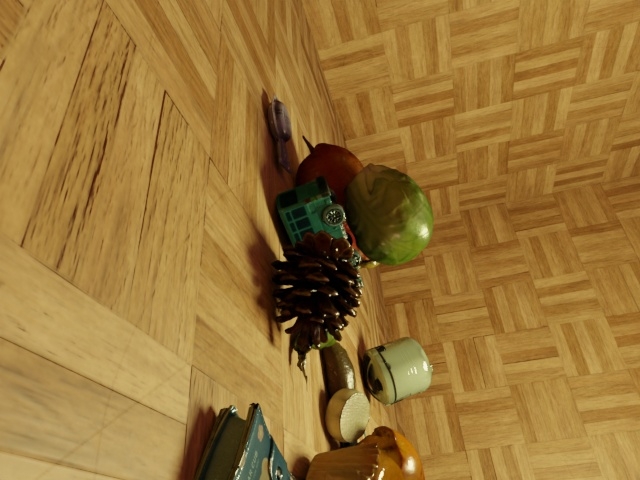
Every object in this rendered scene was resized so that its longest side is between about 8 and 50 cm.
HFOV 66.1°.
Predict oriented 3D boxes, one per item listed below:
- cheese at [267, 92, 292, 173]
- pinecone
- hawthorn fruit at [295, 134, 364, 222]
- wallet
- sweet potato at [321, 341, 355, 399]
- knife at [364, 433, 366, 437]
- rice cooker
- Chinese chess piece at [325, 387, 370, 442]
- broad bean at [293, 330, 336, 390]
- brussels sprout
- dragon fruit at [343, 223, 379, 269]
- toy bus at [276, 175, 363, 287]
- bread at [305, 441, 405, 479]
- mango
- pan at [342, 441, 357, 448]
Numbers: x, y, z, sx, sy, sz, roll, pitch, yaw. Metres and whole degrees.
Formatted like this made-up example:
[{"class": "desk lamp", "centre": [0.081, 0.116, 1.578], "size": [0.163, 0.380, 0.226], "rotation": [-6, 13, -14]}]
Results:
[{"class": "cheese", "centre": [-0.096, -0.263, 1.194], "size": [0.105, 0.042, 0.190], "rotation": [35, 45, -74]}, {"class": "pinecone", "centre": [-0.005, 0.100, 0.927], "size": [0.185, 0.169, 0.212], "rotation": [73, 9, -55]}, {"class": "hawthorn fruit", "centre": [0.024, -0.170, 1.341], "size": [0.210, 0.211, 0.262], "rotation": [10, 57, -79]}, {"class": "wallet", "centre": [-0.081, 0.311, 0.601], "size": [0.141, 0.059, 0.202], "rotation": [-73, 149, -56]}, {"class": "sweet potato", "centre": [0.057, 0.369, 1.226], "size": [0.077, 0.077, 0.243], "rotation": [21, 56, -78]}, {"class": "knife", "centre": [0.142, 0.614, 1.602], "size": [0.014, 0.005, 0.091], "rotation": [-57, 135, -77]}, {"class": "rice cooker", "centre": [0.275, 0.487, 1.835], "size": [0.226, 0.244, 0.225], "rotation": [162, -90, -73]}, {"class": "Chinese chess piece", "centre": [0.063, 0.408, 1.150], "size": [0.122, 0.051, 0.122], "rotation": [-2, 93, -47]}, {"class": "broad bean", "centre": [-0.009, 0.225, 1.103], "size": [0.318, 0.056, 0.098], "rotation": [-28, 112, -74]}, {"class": "brussels sprout", "centre": [0.159, -0.061, 1.171], "size": [0.244, 0.244, 0.243], "rotation": [-12, 90, -80]}, {"class": "dragon fruit", "centre": [0.149, -0.039, 1.584], "size": [0.250, 0.291, 0.268], "rotation": [-89, 166, -69]}, {"class": "toy bus", "centre": [0.000, 0.000, 1.122], "size": [0.128, 0.147, 0.255], "rotation": [-105, 175, -63]}, {"class": "bread", "centre": [0.091, 0.557, 0.906], "size": [0.236, 0.183, 0.388], "rotation": [-69, 146, -67]}, {"class": "mango", "centre": [0.145, 0.608, 1.191], "size": [0.201, 0.199, 0.349], "rotation": [-45, 142, -43]}, {"class": "pan", "centre": [0.070, 0.472, 1.307], "size": [0.136, 0.028, 0.234], "rotation": [45, 35, -73]}]
